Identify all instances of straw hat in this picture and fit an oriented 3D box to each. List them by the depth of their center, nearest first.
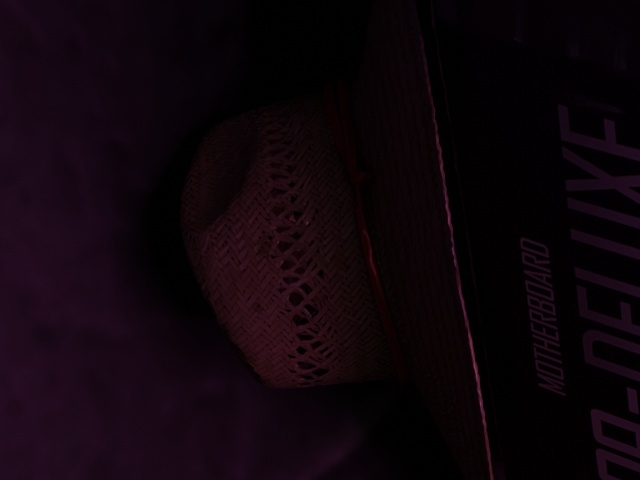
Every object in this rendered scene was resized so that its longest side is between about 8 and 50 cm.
[{"bbox_3d":[0.000,0.000,0.419,0.061,0.144,0.144,-10,102,4],"label":"straw hat"}]

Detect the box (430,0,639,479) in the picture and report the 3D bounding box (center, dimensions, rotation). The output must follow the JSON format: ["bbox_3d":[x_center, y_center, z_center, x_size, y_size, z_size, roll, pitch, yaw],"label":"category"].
[{"bbox_3d":[0.161,-0.053,0.455,0.307,0.076,0.242,-37,131,-31],"label":"box"}]
